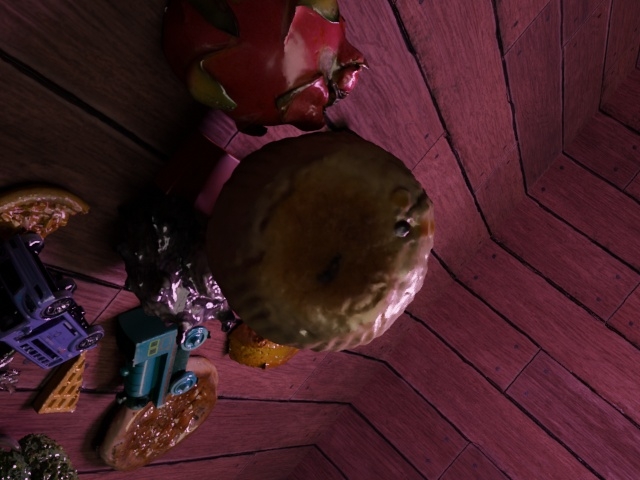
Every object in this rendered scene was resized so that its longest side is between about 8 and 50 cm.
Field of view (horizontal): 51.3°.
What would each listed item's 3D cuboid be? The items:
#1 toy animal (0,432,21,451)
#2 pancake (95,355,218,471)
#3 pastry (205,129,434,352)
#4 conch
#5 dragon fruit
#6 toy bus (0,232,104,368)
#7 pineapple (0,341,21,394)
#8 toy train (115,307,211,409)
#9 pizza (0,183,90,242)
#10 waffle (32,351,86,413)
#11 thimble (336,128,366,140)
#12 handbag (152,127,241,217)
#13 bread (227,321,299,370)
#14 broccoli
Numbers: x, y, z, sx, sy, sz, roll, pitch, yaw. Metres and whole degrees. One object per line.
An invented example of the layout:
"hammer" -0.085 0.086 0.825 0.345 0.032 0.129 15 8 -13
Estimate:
"toy animal" -0.658 0.395 1.134 0.233 0.168 0.121 -49 160 -35
"pancake" -0.412 0.456 1.740 0.382 0.071 0.382 -40 153 -25
"pastry" 0.000 0.000 1.143 0.388 0.388 0.312 -45 -167 -10
"conch" -0.237 0.041 1.220 0.241 0.186 0.313 -46 120 -8
"dragon fruit" -0.068 -0.299 1.033 0.305 0.226 0.305 -37 155 -20
"toy bus" -0.450 0.108 1.055 0.133 0.125 0.292 -31 163 -17
"pineapple" -0.625 0.269 1.032 0.175 0.175 0.361 -62 168 27
"toy train" -0.366 0.260 1.484 0.194 0.120 0.298 -17 140 -39
"pizza" -0.442 -0.029 1.017 0.131 0.041 0.178 -52 156 10
"waffle" -0.499 0.280 1.382 0.191 0.032 0.125 -50 154 5
"thimble" 0.055 -0.189 1.562 0.135 0.090 0.118 -49 156 -1
"handbag" -0.211 -0.118 1.258 0.127 0.062 0.190 -51 153 3
"bread" -0.122 0.269 1.872 0.260 0.147 0.160 -25 144 -42
"broccoli" -0.600 0.557 1.281 0.321 0.310 0.413 -33 -169 5
